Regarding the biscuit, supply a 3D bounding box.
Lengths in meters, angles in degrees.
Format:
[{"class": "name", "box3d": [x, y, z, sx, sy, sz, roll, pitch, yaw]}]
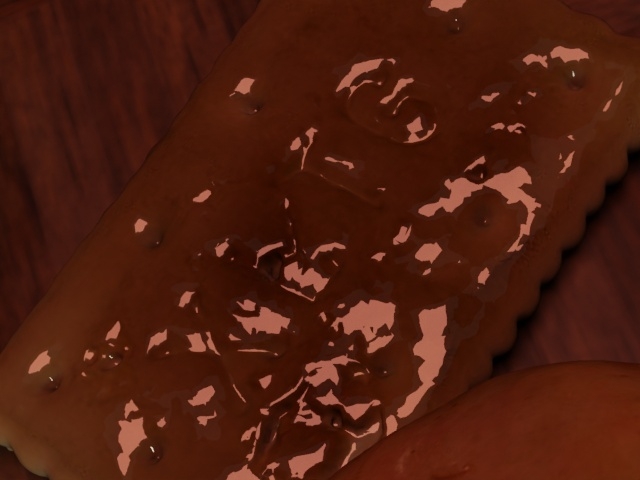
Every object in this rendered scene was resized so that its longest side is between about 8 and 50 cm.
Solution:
[{"class": "biscuit", "box3d": [0.000, 0.000, 0.791, 0.217, 0.044, 0.325, 29, 72, 24]}]

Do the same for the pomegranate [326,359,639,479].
[{"class": "pomegranate", "box3d": [0.087, 0.151, 0.583, 0.252, 0.229, 0.270, -39, 28, 21]}]
